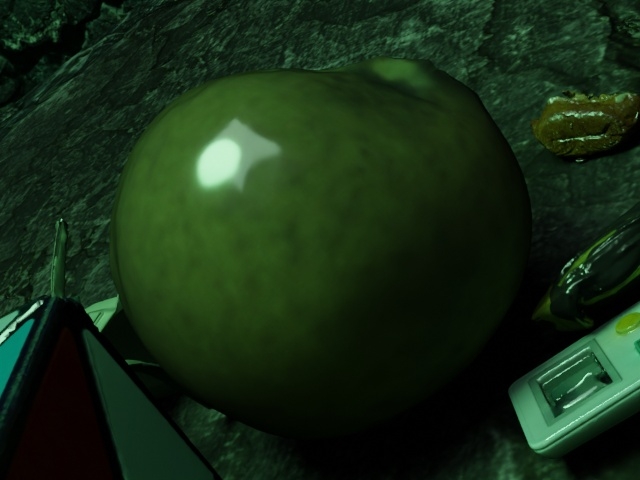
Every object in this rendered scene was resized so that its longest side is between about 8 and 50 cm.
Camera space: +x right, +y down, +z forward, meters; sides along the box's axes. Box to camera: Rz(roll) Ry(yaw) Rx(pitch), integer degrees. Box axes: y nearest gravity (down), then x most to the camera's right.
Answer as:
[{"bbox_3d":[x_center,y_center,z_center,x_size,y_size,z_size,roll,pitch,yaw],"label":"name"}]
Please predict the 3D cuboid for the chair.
[{"bbox_3d":[-0.199,0.093,0.982,0.203,0.190,0.275,-22,40,24],"label":"chair"}]

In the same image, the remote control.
[{"bbox_3d":[0.261,0.050,0.680,0.293,0.051,0.103,-32,11,9],"label":"remote control"}]

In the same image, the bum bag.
[{"bbox_3d":[0.252,-0.005,0.752,0.232,0.060,0.107,-33,-11,3],"label":"bum bag"}]

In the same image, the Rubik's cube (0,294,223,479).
[{"bbox_3d":[-0.235,0.231,0.742,0.246,0.248,0.250,-25,29,17],"label":"Rubik's cube"}]

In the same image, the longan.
[{"bbox_3d":[0.000,0.000,0.791,0.318,0.319,0.319,-27,28,16],"label":"longan"}]

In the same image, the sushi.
[{"bbox_3d":[0.246,-0.110,0.955,0.117,0.062,0.060,10,39,28],"label":"sushi"}]
